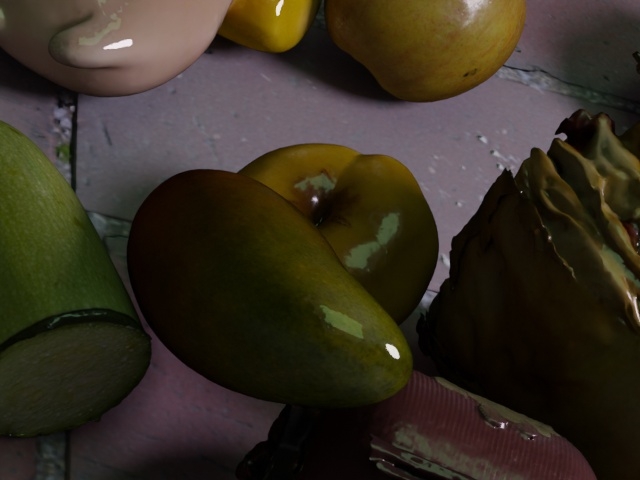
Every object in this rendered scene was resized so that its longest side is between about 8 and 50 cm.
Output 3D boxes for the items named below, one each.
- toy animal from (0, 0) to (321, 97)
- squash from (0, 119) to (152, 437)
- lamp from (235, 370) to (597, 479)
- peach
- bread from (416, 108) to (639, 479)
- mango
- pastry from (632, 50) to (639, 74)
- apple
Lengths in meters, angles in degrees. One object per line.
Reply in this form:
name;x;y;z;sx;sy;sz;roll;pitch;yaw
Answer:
toy animal;-0.145;-0.288;1.631;0.277;0.247;0.345;43;41;21
squash;-0.217;0.004;1.355;0.132;0.132;0.247;-5;49;-34
lamp;0.074;0.179;1.298;0.258;0.180;0.180;24;39;-6
peach;0.000;0.000;1.492;0.179;0.103;0.179;0;52;0
bread;0.218;0.097;1.406;0.167;0.277;0.324;-28;68;-41
mango;-0.046;0.033;1.299;0.146;0.129;0.289;44;-5;-20
pastry;0.433;-0.144;1.857;0.275;0.193;0.275;18;38;-15
apple;0.088;-0.205;1.745;0.182;0.155;0.182;40;2;-1
